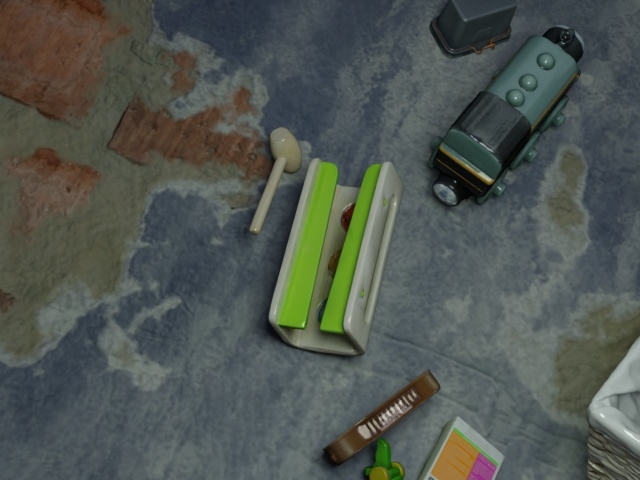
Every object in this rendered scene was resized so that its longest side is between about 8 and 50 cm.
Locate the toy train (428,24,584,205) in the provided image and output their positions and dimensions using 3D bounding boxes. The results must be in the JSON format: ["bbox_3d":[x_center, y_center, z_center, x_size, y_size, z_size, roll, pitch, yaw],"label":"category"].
[{"bbox_3d":[0.296,-0.196,1.582,0.142,0.190,0.334,39,68,8],"label":"toy train"}]

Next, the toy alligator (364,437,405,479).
[{"bbox_3d":[0.098,0.369,1.396,0.051,0.056,0.189,-26,76,29],"label":"toy alligator"}]

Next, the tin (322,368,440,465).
[{"bbox_3d":[0.087,0.247,1.412,0.190,0.106,0.040,-34,83,-19],"label":"tin"}]

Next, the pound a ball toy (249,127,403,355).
[{"bbox_3d":[0.000,0.000,1.508,0.208,0.136,0.319,4,64,21],"label":"pound a ball toy"}]

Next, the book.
[{"bbox_3d":[0.191,0.332,1.410,0.096,0.035,0.144,38,54,-4],"label":"book"}]

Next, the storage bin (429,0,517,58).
[{"bbox_3d":[0.266,-0.373,1.707,0.135,0.091,0.098,-20,72,-15],"label":"storage bin"}]

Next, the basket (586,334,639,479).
[{"bbox_3d":[0.567,0.258,1.341,0.328,0.266,0.331,33,63,31],"label":"basket"}]
